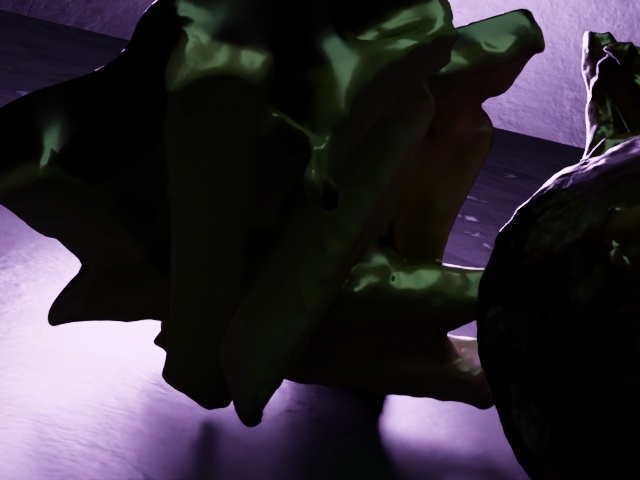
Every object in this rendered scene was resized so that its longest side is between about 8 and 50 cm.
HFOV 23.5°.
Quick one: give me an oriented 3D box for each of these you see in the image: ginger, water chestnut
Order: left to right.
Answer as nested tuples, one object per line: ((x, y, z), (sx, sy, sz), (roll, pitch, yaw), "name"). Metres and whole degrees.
((0.000, 0.000, 1.032), (0.413, 0.358, 0.211), (16, 44, -53), "ginger")
((0.249, 0.016, 1.008), (0.335, 0.335, 0.347), (-1, 56, -39), "water chestnut")
